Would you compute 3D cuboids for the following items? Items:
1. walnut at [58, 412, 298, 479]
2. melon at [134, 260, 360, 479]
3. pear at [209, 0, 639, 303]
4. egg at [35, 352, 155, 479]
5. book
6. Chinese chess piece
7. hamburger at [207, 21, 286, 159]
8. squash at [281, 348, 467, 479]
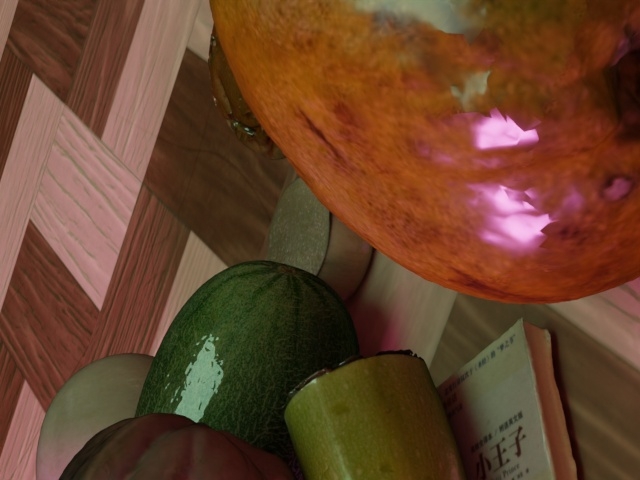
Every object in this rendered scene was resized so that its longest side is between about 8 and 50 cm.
[{"bbox_3d":[-0.111,0.236,1.121,0.224,0.224,0.224,-30,54,53],"label":"walnut"},{"bbox_3d":[-0.065,0.159,1.302,0.182,0.182,0.287,22,93,60],"label":"melon"},{"bbox_3d":[0.110,-0.137,0.957,0.352,0.352,0.413,-71,23,12],"label":"pear"},{"bbox_3d":[-0.170,0.218,1.461,0.186,0.187,0.253,-55,34,34],"label":"egg"},{"bbox_3d":[0.122,0.227,1.113,0.201,0.026,0.289,-46,42,45],"label":"book"},{"bbox_3d":[0.000,0.000,1.389,0.122,0.051,0.122,-27,58,55],"label":"Chinese chess piece"},{"bbox_3d":[0.000,-0.215,1.386,0.265,0.134,0.284,-24,61,58],"label":"hamburger"},{"bbox_3d":[0.050,0.177,1.114,0.123,0.123,0.186,-55,39,34],"label":"squash"}]
